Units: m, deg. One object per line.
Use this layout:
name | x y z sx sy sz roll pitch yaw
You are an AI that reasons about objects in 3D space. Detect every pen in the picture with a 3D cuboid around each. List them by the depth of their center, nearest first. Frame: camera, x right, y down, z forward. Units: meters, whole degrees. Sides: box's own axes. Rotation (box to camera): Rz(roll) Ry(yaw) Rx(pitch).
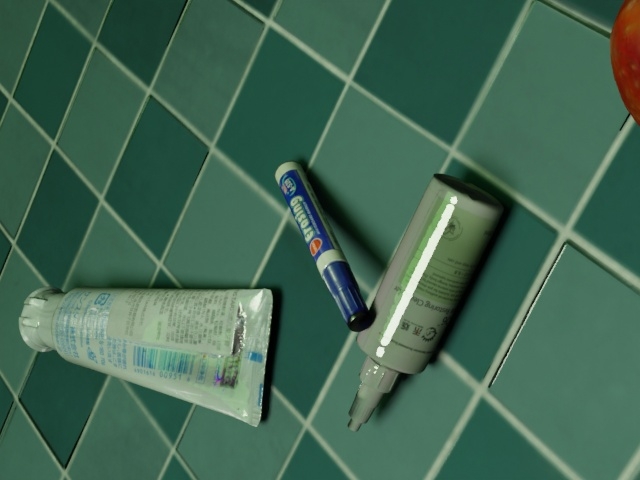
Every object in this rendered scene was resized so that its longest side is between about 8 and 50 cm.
pen | 0.000 0.000 0.884 0.025 0.025 0.204 -57 32 23

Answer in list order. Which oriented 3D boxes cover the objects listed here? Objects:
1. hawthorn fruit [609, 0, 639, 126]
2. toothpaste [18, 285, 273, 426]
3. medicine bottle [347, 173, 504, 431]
hawthorn fruit | 0.225 -0.100 0.629 0.133 0.138 0.133 -13 71 43
toothpaste | -0.156 0.087 1.049 0.299 0.073 0.114 5 86 39
medicine bottle | 0.063 0.052 0.827 0.057 0.057 0.199 39 110 42
